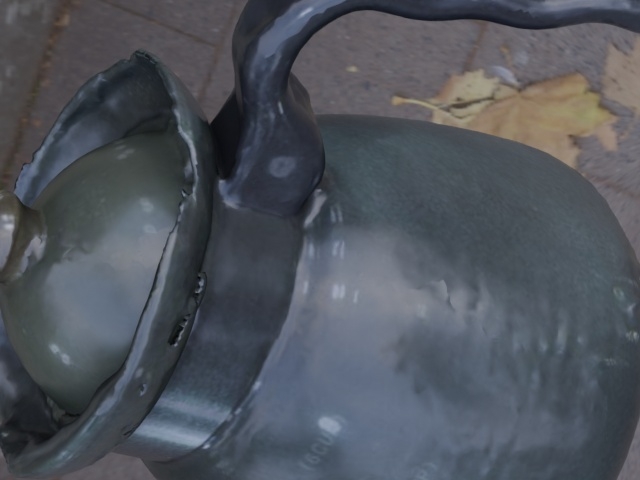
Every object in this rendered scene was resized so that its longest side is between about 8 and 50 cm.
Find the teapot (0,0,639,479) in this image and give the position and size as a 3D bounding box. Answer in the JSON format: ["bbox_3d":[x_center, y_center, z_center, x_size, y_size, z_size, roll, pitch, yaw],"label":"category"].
[{"bbox_3d":[-0.004,0.023,0.559,0.305,0.285,0.223,-24,56,52],"label":"teapot"}]
